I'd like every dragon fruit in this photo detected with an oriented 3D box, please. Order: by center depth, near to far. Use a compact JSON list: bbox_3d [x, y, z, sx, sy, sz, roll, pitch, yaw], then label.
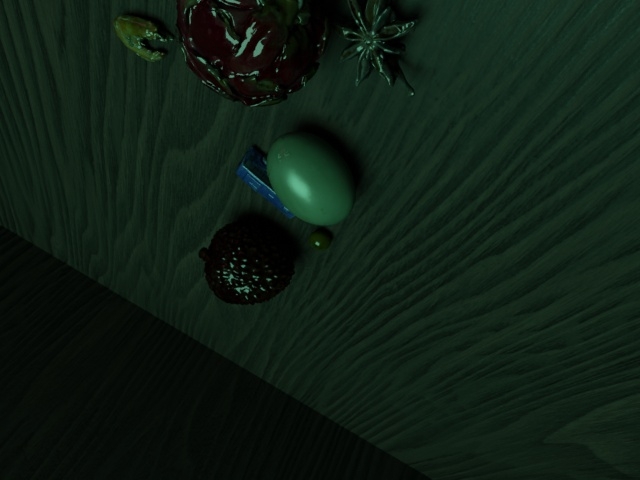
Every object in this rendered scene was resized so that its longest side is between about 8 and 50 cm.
[{"bbox_3d":[-0.139,-0.428,0.921,0.330,0.329,0.329,18,140,16],"label":"dragon fruit"}]

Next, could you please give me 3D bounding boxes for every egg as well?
[{"bbox_3d":[-0.024,-0.162,1.211,0.203,0.202,0.282,-19,124,44],"label":"egg"}]

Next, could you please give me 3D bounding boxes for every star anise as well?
[{"bbox_3d":[0.122,-0.408,0.939,0.209,0.089,0.231,10,133,43],"label":"star anise"}]

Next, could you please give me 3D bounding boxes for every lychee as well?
[{"bbox_3d":[-0.255,0.079,1.572,0.331,0.305,0.306,12,147,-21],"label":"lychee"}]

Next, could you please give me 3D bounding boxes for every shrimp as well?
[{"bbox_3d":[-0.472,-0.545,1.224,0.188,0.051,0.132,19,160,23],"label":"shrimp"}]

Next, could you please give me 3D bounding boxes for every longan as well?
[{"bbox_3d":[0.000,0.000,1.493,0.075,0.075,0.083,17,-179,17],"label":"longan"}]

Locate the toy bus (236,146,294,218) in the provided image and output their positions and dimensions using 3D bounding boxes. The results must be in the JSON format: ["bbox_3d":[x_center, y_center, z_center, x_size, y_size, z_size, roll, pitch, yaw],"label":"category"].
[{"bbox_3d":[-0.144,-0.171,1.368,0.237,0.094,0.079,39,141,-11],"label":"toy bus"}]
